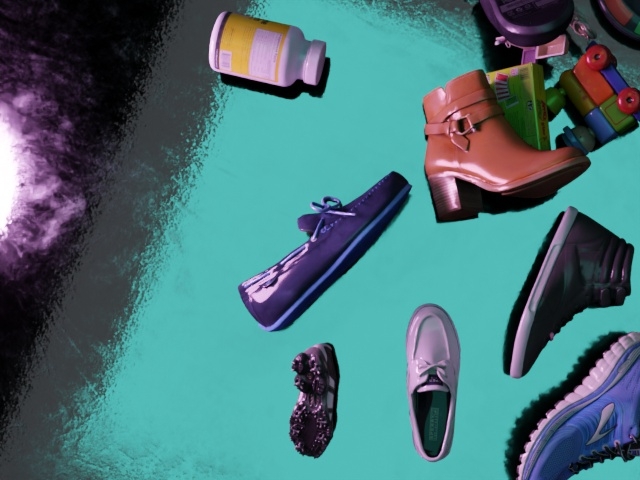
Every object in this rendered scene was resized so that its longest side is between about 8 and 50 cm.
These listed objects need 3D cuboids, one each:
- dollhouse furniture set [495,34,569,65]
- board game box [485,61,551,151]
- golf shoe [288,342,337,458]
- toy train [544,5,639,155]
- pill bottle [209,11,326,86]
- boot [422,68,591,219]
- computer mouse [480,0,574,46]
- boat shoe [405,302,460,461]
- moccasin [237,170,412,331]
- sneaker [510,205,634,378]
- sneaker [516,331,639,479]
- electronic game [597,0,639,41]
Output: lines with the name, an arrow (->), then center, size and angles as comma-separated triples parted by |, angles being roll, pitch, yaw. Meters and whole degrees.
dollhouse furniture set -> 0.345, -0.339, 1.688 | 0.081, 0.114, 0.091 | 11, 85, -31
board game box -> 0.326, -0.192, 1.705 | 0.092, 0.043, 0.181 | -9, 83, 39
golf shoe -> -0.002, 0.263, 1.702 | 0.077, 0.094, 0.198 | 13, 113, 19
toy train -> 0.419, -0.267, 1.707 | 0.143, 0.105, 0.248 | -37, 78, 18
pill bottle -> -0.087, -0.317, 1.739 | 0.184, 0.103, 0.103 | 14, 87, 5
boot -> 0.286, -0.169, 1.655 | 0.283, 0.109, 0.220 | -19, 73, 45
computer mouse -> 0.335, -0.391, 1.682 | 0.188, 0.072, 0.272 | -17, 43, 5
boat shoe -> 0.187, 0.231, 1.681 | 0.095, 0.084, 0.258 | -5, 85, 4
moccasin -> 0.000, 0.000, 1.692 | 0.342, 0.138, 0.117 | -44, 79, -1
sneaker -> 0.411, 0.103, 1.662 | 0.146, 0.104, 0.296 | 23, 83, 11
sneaker -> 0.438, 0.302, 1.617 | 0.330, 0.130, 0.147 | -48, 62, 0
electronic game -> 0.572, -0.438, 1.723 | 0.229, 0.048, 0.229 | 0, 86, 4
